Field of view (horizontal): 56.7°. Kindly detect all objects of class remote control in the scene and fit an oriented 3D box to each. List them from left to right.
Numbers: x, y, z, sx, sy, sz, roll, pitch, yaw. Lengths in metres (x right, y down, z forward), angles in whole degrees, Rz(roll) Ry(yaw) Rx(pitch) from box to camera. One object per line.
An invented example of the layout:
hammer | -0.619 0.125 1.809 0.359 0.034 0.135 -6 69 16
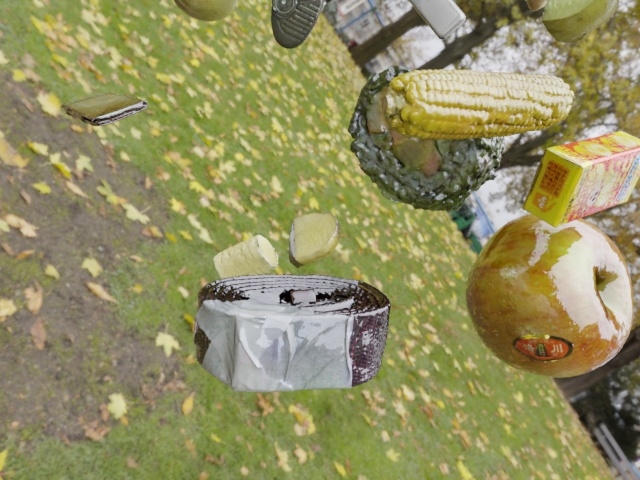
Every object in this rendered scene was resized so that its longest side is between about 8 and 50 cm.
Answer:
remote control | 0.216 -0.525 1.252 0.029 0.067 0.261 18 38 -54

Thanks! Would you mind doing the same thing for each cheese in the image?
cheese | -0.220 0.062 1.755 0.123 0.167 0.094 55 21 -24

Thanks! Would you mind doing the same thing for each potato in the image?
potato | 0.000 0.000 1.110 0.066 0.103 0.096 35 51 -50
potato | 0.527 -0.432 1.158 0.149 0.081 0.120 8 8 -36

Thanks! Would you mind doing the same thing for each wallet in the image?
wallet | -0.456 -0.276 1.246 0.232 0.122 0.031 26 -44 49

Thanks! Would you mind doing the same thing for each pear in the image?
pear | -0.220 -0.507 1.141 0.167 0.136 0.167 -170 -90 -78

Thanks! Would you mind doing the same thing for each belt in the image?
belt | -0.043 0.145 0.889 0.184 0.289 0.164 -121 -145 -68

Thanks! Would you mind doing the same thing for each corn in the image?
corn | 0.269 -0.230 1.003 0.120 0.363 0.120 174 -90 -71

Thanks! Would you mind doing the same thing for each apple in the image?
apple | 0.536 0.131 1.425 0.400 0.333 0.400 9 76 -41

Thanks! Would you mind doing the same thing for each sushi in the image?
sushi | 0.242 -0.230 1.400 0.352 0.294 0.178 38 23 25

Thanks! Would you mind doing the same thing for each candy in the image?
candy | 0.546 -0.129 1.206 0.088 0.276 0.146 41 -48 39

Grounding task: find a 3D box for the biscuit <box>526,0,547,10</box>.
biscuit | 0.455 -0.679 1.262 0.044 0.217 0.325 -7 66 -42

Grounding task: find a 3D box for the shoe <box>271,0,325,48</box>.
shoe | -0.018 -0.560 1.273 0.109 0.293 0.149 20 22 10
